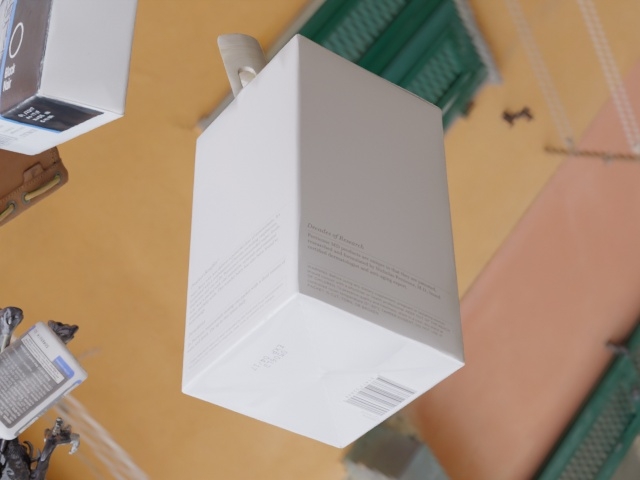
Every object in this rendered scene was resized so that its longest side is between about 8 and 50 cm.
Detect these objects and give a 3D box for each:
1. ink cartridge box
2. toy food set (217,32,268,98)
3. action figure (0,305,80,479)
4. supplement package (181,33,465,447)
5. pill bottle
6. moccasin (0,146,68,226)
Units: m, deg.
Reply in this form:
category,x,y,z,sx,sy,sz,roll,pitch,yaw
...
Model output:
category,x,y,z,sx,sy,sz,roll,pitch,yaw
ink cartridge box,-0.167,-0.233,0.880,0.065,0.332,0.165,13,167,-29
toy food set,-0.075,-0.113,1.841,0.306,0.092,0.219,71,180,-50
action figure,-0.375,0.228,1.603,0.164,0.275,0.141,12,166,-1
supplement package,0.000,0.000,1.161,0.175,0.293,0.177,23,136,-28
pill bottle,-0.313,0.153,1.333,0.078,0.137,0.078,48,170,12
moccasin,-0.402,0.017,1.312,0.139,0.380,0.147,-9,122,43
